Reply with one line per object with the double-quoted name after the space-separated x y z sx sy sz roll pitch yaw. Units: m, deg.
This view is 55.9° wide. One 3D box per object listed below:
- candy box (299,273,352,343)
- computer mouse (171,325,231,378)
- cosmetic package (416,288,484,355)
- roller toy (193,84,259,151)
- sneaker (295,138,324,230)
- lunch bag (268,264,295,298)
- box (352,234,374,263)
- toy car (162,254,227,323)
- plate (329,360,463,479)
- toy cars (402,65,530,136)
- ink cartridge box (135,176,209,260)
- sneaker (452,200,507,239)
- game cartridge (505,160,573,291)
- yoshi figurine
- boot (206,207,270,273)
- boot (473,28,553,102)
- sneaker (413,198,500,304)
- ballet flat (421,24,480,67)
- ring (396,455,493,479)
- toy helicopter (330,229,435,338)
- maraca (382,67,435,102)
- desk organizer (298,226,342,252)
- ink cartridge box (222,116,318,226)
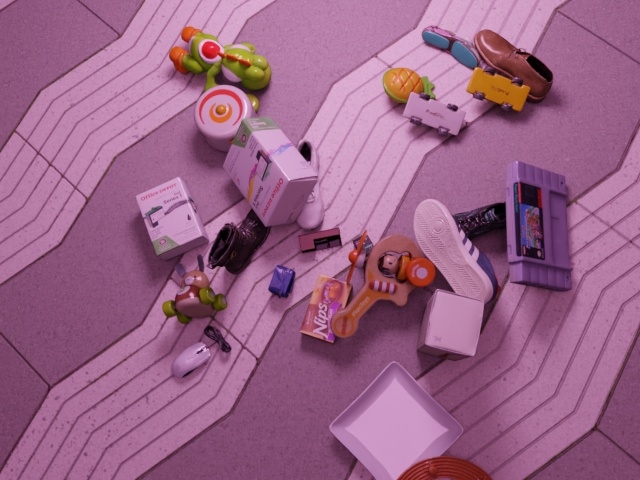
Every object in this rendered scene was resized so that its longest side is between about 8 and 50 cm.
0.018 0.208 1.822 0.109 0.053 0.186 18 77 10 "candy box"
-0.375 0.349 1.837 0.193 0.042 0.106 -39 76 -4 "computer mouse"
0.347 0.239 1.649 0.129 0.296 0.153 13 79 8 "cosmetic package"
-0.306 -0.395 1.957 0.191 0.146 0.209 4 77 8 "roller toy"
-0.051 -0.178 1.885 0.111 0.129 0.296 -7 77 2 "sneaker"
-0.114 0.130 1.848 0.065 0.067 0.098 16 80 11 "lunch bag"
0.140 0.028 1.846 0.052 0.062 0.083 -30 75 0 "box"
-0.392 0.137 1.850 0.155 0.149 0.188 -20 63 12 "toy car"
0.215 0.536 1.723 0.278 0.045 0.277 -45 75 -5 "plate"
0.454 -0.438 1.908 0.394 0.087 0.176 -20 101 6 "toy cars"
-0.473 -0.069 1.925 0.160 0.092 0.219 -25 75 0 "ink cartridge box"
0.468 -0.061 1.809 0.268 0.106 0.101 -22 76 2 "sneaker"
0.632 -0.040 1.746 0.230 0.068 0.354 11 74 -35 "game cartridge"
-0.310 -0.588 2.021 0.362 0.203 0.203 24 39 25 "yoshi figurine"
-0.241 -0.014 1.814 0.091 0.229 0.262 23 80 11 "boot"
0.616 -0.579 1.906 0.112 0.115 0.305 -39 76 -12 "boot"
0.399 0.034 1.751 0.131 0.148 0.349 -40 66 33 "sneaker"
0.439 -0.649 1.978 0.222 0.077 0.079 33 62 13 "ballet flat"
0.341 0.760 1.637 0.337 0.032 0.336 0 83 1 "ring"
0.143 0.128 1.755 0.235 0.140 0.355 40 89 -8 "toy helicopter"
0.285 -0.496 1.943 0.186 0.099 0.127 6 71 -16 "maraca"
0.000 0.000 1.878 0.130 0.047 0.050 -12 78 4 "desk organizer"
-0.158 -0.209 1.837 0.117 0.201 0.278 -13 56 -41 "ink cartridge box"
